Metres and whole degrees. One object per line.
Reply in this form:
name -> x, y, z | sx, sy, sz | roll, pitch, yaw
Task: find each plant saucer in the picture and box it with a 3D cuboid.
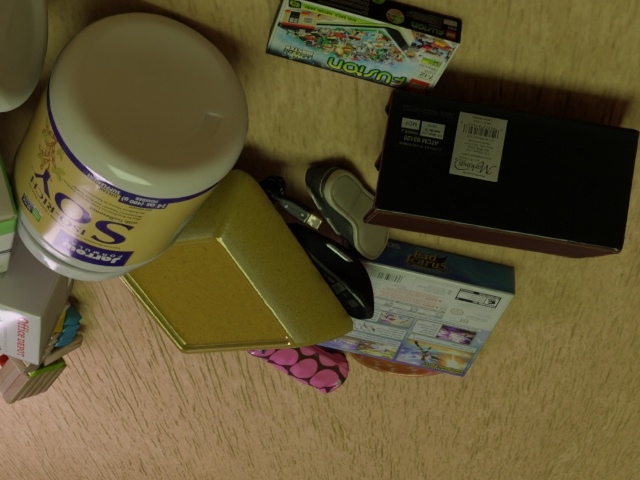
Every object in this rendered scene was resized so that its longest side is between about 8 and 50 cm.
plant saucer -> 0.147, 0.184, 2.088 | 0.200, 0.037, 0.200 | 7, 150, 4
plant saucer -> -0.167, 0.060, 1.761 | 0.333, 0.081, 0.333 | -7, 131, 36

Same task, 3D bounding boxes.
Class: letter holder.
letter holder -> 0.218, -0.074, 1.504 | 0.302, 0.152, 0.214 | 10, 175, -1

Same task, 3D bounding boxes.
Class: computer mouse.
computer mouse -> 0.000, 0.000, 1.706 | 0.262, 0.060, 0.184 | 42, 159, 2

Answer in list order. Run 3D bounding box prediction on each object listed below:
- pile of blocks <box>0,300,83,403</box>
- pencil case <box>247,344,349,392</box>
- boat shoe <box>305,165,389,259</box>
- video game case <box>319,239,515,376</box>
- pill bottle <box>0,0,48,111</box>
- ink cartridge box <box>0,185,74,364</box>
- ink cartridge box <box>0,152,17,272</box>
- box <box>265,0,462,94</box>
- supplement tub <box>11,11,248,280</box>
pile of blocks -> -0.528, 0.164, 2.196 | 0.112, 0.149, 0.362 | 49, 141, 15
pencil case -> -0.038, 0.201, 2.119 | 0.098, 0.095, 0.209 | -33, 134, 29
boat shoe -> 0.040, -0.044, 1.708 | 0.065, 0.075, 0.206 | 23, 162, 35
video game case -> 0.143, 0.106, 1.894 | 0.270, 0.061, 0.244 | 13, 139, -7
pill bottle -> -0.514, -0.251, 1.337 | 0.363, 0.210, 0.210 | 2, 150, 12
ink cartridge box -> -0.524, 0.033, 1.819 | 0.270, 0.197, 0.198 | 19, 150, -4
ink cartridge box -> -0.493, -0.070, 1.592 | 0.115, 0.198, 0.273 | -15, 169, -21
box -> 0.049, -0.237, 1.381 | 0.207, 0.036, 0.114 | 14, 150, -8
supplement tub -> -0.253, -0.103, 1.489 | 0.241, 0.241, 0.331 | 19, 148, -17
